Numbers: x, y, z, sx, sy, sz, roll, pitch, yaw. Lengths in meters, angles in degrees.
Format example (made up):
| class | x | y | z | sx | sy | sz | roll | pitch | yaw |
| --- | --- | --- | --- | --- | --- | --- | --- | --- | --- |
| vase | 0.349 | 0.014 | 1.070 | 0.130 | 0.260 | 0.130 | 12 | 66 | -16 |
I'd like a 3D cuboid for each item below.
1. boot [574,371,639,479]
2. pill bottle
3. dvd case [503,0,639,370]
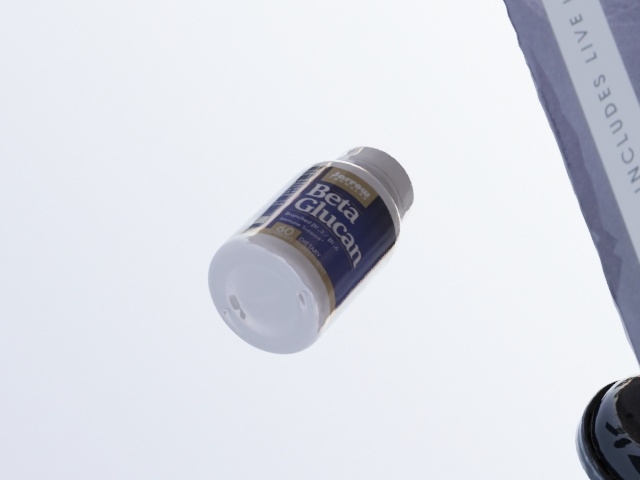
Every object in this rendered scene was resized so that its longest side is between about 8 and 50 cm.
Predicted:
| class | x | y | z | sx | sy | sz | roll | pitch | yaw |
| --- | --- | --- | --- | --- | --- | --- | --- | --- | --- |
| boot | 0.258 | 0.097 | 0.969 | 0.246 | 0.207 | 0.094 | 31 | -124 | 15 |
| pill bottle | 0.000 | 0.000 | 1.395 | 0.094 | 0.094 | 0.169 | 52 | -138 | -8 |
| dvd case | 0.118 | -0.063 | 0.296 | 0.018 | 0.221 | 0.165 | 5 | -121 | -42 |
